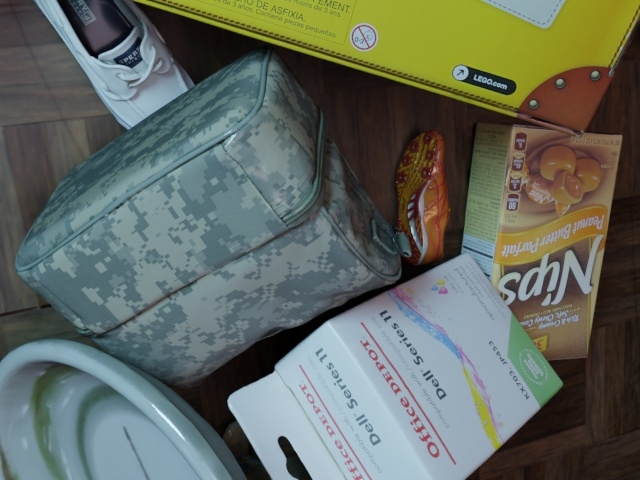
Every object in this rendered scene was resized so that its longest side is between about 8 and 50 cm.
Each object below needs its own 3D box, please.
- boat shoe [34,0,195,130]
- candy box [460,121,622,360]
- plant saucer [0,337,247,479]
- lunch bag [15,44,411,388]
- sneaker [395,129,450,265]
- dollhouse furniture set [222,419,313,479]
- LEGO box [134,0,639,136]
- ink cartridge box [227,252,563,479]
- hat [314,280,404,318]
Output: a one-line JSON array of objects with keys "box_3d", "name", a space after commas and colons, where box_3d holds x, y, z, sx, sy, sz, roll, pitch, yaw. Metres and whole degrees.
[{"box_3d": [-0.204, -0.188, 0.714, 0.095, 0.084, 0.258, -46, 113, -7], "name": "boat shoe"}, {"box_3d": [0.291, 0.004, 0.953, 0.183, 0.087, 0.316, 0, 101, -22], "name": "candy box"}, {"box_3d": [-0.177, 0.267, 0.707, 0.100, 0.401, 0.400, -31, 116, -50], "name": "plant saucer"}, {"box_3d": [-0.098, 0.002, 0.691, 0.305, 0.212, 0.256, -29, 118, 19], "name": "lunch bag"}, {"box_3d": [0.136, -0.056, 0.903, 0.067, 0.064, 0.175, -9, 110, -43], "name": "sneaker"}, {"box_3d": [-0.020, 0.258, 0.823, 0.242, 0.212, 0.160, -4, 106, -48], "name": "dollhouse furniture set"}, {"box_3d": [0.039, -0.346, 0.539, 0.500, 0.193, 0.372, 17, 123, -1], "name": "LEGO box"}, {"box_3d": [0.097, 0.165, 0.769, 0.353, 0.119, 0.207, -21, 72, -46], "name": "ink cartridge box"}, {"box_3d": [0.000, 0.000, 0.870, 0.173, 0.183, 0.208, -18, 94, 19], "name": "hat"}]
